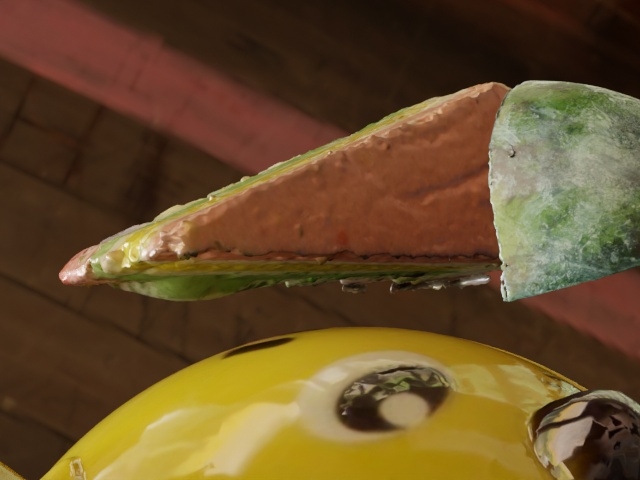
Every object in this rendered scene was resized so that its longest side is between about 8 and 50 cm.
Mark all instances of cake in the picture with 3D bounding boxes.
[{"bbox_3d":[-0.002,-0.021,0.825,0.225,0.109,0.090,-2,-95,-37],"label":"cake"}]

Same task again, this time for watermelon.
[{"bbox_3d":[0.090,-0.009,0.596,0.085,0.061,0.085,4,-119,-8],"label":"watermelon"}]

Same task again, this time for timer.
[{"bbox_3d":[0.010,0.194,0.701,0.376,0.376,0.387,48,-174,20],"label":"timer"}]
